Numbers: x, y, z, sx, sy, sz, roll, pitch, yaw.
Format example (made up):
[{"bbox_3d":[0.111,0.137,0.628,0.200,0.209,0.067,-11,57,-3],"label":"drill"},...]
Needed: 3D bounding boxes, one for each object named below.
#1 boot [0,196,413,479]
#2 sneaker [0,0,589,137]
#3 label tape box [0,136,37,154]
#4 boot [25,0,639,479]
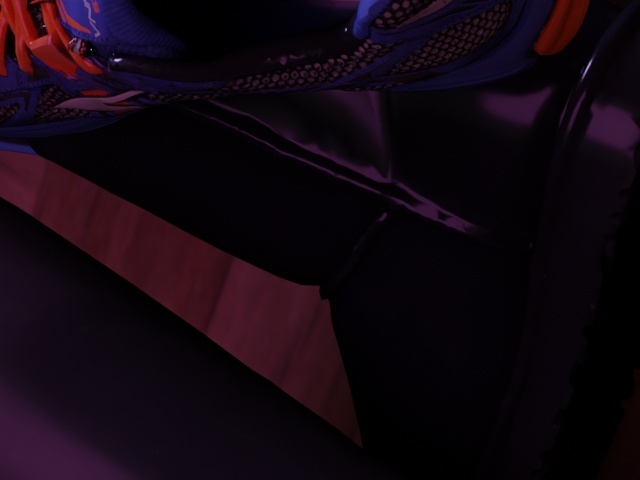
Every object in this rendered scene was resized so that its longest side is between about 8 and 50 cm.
[{"bbox_3d":[0.062,0.103,0.426,0.445,0.146,0.367,32,111,27],"label":"boot"},{"bbox_3d":[-0.047,-0.070,0.435,0.221,0.087,0.083,-6,93,26],"label":"sneaker"},{"bbox_3d":[-0.159,-0.216,0.614,0.249,0.115,0.348,8,102,-1],"label":"label tape box"},{"bbox_3d":[0.000,0.000,0.545,0.207,0.094,0.246,26,128,22],"label":"boot"}]
